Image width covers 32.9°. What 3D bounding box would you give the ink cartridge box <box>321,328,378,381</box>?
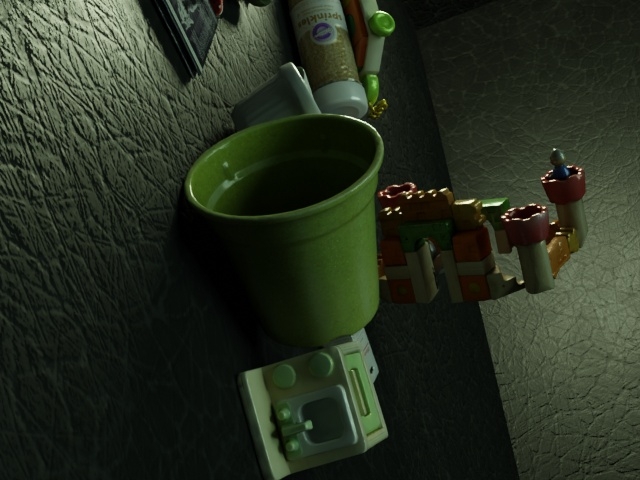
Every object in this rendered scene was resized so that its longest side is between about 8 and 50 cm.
[{"bbox_3d":[0.038,0.166,1.874,0.104,0.060,0.180,-39,110,-75],"label":"ink cartridge box"}]

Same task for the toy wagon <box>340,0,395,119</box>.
[{"bbox_3d":[0.075,-0.433,2.421,0.267,0.068,0.344,-45,-128,56],"label":"toy wagon"}]

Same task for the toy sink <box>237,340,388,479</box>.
[{"bbox_3d":[-0.002,0.231,1.509,0.234,0.131,0.153,10,62,-73],"label":"toy sink"}]

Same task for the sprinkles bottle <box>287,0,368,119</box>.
[{"bbox_3d":[0.007,-0.424,2.346,0.121,0.121,0.355,40,35,-64],"label":"sprinkles bottle"}]

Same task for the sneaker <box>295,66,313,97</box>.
[{"bbox_3d":[-0.034,-0.277,2.153,0.061,0.054,0.152,60,18,-47],"label":"sneaker"}]

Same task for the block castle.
[{"bbox_3d":[0.272,-0.034,2.127,0.303,0.453,0.213,-37,117,-51],"label":"block castle"}]

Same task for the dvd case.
[{"bbox_3d":[-0.211,-0.368,1.679,0.221,0.018,0.164,-86,155,-57],"label":"dvd case"}]

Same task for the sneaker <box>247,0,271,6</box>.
[{"bbox_3d":[-0.144,-0.466,1.969,0.192,0.064,0.086,49,35,-56],"label":"sneaker"}]

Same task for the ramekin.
[{"bbox_3d":[-0.039,-0.135,1.718,0.273,0.127,0.273,64,2,-3],"label":"ramekin"}]

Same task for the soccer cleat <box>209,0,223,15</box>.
[{"bbox_3d":[-0.180,-0.418,1.833,0.035,0.029,0.083,7,61,-70],"label":"soccer cleat"}]

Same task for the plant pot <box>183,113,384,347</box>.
[{"bbox_3d":[-0.025,-0.001,1.515,0.276,0.276,0.254,-85,163,-57],"label":"plant pot"}]
